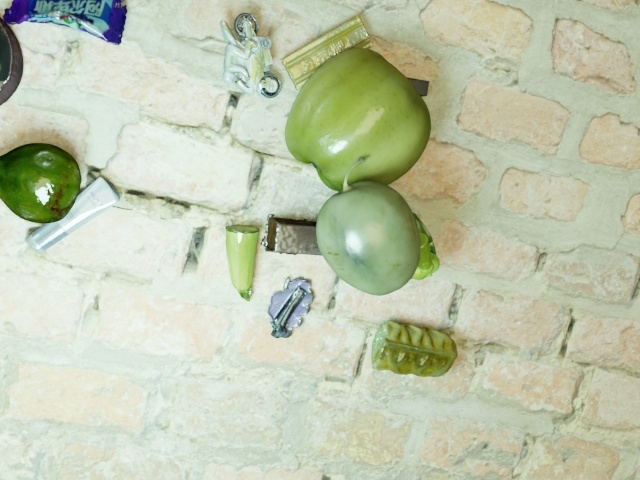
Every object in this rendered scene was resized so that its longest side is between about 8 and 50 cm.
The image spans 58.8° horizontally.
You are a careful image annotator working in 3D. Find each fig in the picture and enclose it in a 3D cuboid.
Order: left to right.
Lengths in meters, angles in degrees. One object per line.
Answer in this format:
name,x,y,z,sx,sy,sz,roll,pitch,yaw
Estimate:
fig,-0.710,-0.143,1.373,0.244,0.195,0.196,9,98,-17

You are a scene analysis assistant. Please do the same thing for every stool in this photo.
stool,-0.846,-0.427,1.296,0.271,0.178,0.272,-3,102,-13

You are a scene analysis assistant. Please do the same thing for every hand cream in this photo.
hand cream,-0.643,-0.062,1.475,0.255,0.048,0.079,-38,104,-4

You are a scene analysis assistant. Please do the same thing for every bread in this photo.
bread,0.287,0.332,1.714,0.267,0.130,0.152,12,93,-15

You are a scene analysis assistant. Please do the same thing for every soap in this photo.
soap,0.021,-0.512,1.547,0.252,0.037,0.092,-32,106,-5

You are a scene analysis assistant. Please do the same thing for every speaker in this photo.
speaker,0.209,-0.441,1.600,0.190,0.040,0.046,5,100,-14

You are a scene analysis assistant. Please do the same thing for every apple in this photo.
apple,0.106,-0.302,1.555,0.360,0.311,0.320,-44,66,3

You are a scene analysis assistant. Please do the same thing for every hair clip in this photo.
hair clip,-0.090,0.194,1.646,0.124,0.052,0.196,30,87,-22

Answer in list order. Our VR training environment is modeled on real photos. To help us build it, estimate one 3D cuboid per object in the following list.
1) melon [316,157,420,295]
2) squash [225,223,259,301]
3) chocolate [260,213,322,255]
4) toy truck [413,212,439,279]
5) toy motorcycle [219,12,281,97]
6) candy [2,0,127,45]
melon,0.124,-0.009,1.443,0.308,0.272,0.272,42,89,-8
squash,-0.213,0.067,1.584,0.094,0.094,0.225,-4,108,-12
chocolate,0.000,0.000,1.598,0.320,0.112,0.112,6,96,-14
toy truck,0.268,0.033,1.625,0.148,0.210,0.187,-30,121,-8
toy motorcycle,-0.196,-0.470,1.489,0.151,0.074,0.229,-27,114,-12
candy,-0.616,-0.571,1.381,0.275,0.070,0.145,8,90,-12
